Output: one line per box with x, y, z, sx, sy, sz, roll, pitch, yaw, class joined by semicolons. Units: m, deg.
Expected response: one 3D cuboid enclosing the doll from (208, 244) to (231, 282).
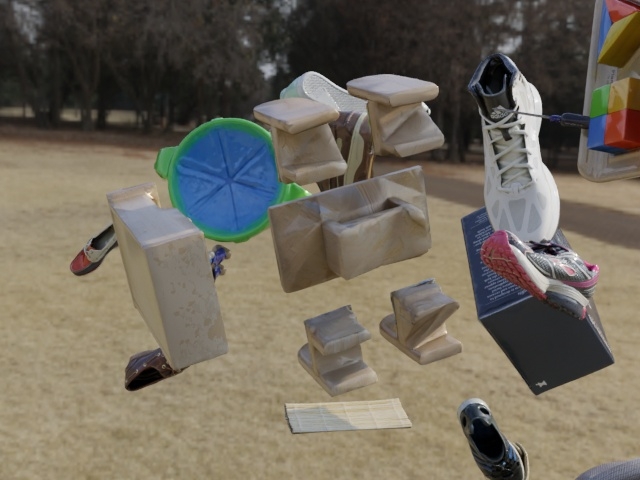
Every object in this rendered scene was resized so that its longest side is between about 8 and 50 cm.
-0.219;0.072;1.568;0.046;0.129;0.189;21;19;6;doll

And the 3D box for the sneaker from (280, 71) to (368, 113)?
0.029;-0.284;1.900;0.256;0.094;0.151;33;-16;-23;sneaker

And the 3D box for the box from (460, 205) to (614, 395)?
0.514;0.112;2.040;0.212;0.293;0.395;-27;32;21;box

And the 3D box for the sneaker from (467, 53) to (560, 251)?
0.391;-0.200;1.828;0.169;0.447;0.257;-13;-25;27;sneaker

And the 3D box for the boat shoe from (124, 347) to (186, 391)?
-0.307;0.246;1.688;0.207;0.073;0.073;-28;33;25;boat shoe

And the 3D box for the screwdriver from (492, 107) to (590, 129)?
0.355;-0.197;1.351;0.170;0.024;0.025;13;-18;36;screwdriver

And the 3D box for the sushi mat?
0.067;0.451;2.175;0.317;0.019;0.151;0;18;-12;sushi mat

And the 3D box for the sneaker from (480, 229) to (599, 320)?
0.407;0.044;1.564;0.299;0.112;0.121;28;-1;-40;sneaker

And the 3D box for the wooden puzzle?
0.479;-0.257;1.189;0.080;0.322;0.348;9;-5;-19;wooden puzzle

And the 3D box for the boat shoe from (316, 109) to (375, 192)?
0.033;-0.100;1.380;0.095;0.257;0.095;17;35;13;boat shoe

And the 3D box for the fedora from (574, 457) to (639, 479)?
0.410;0.401;1.173;0.275;0.243;0.124;-28;13;-3;fedora

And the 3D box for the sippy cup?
-0.157;-0.106;1.664;0.240;0.305;0.224;-37;-8;4;sippy cup

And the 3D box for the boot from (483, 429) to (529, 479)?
0.431;0.517;2.007;0.095;0.203;0.262;-7;45;2;boot

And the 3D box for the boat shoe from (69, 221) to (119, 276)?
-0.405;0.013;1.534;0.137;0.049;0.043;-38;-21;3;boat shoe

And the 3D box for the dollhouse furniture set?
-0.050;-0.003;1.115;0.394;0.362;0.256;-17;21;-19;dollhouse furniture set

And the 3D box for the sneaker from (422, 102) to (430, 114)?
0.173;-0.225;1.592;0.037;0.083;0.032;32;39;-20;sneaker

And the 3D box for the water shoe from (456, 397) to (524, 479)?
0.291;0.363;1.437;0.073;0.203;0.080;-30;22;9;water shoe
